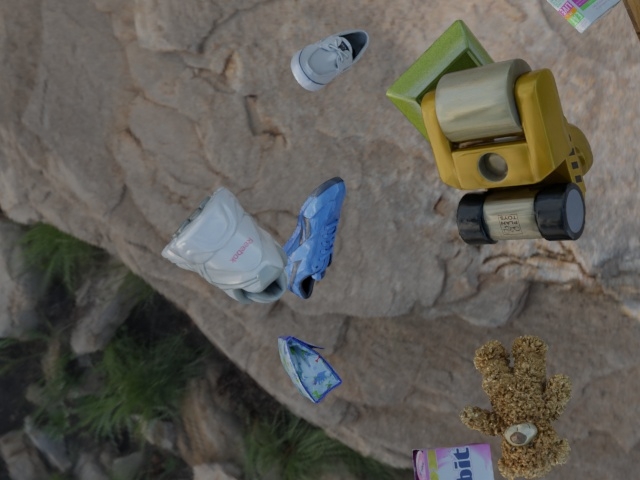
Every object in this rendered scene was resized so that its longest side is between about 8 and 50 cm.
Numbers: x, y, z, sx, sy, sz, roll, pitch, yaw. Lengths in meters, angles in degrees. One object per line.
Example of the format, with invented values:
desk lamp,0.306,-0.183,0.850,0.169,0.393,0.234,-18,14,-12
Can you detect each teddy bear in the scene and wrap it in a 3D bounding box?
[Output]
teddy bear,0.434,0.348,1.856,0.245,0.338,0.113,6,142,19

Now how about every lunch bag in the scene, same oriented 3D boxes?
lunch bag,-0.035,0.271,1.864,0.096,0.129,0.151,-40,94,-13

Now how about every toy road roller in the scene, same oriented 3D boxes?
toy road roller,0.335,-0.157,1.419,0.203,0.240,0.329,-4,117,39

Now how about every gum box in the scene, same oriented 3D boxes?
gum box,0.208,0.408,1.283,0.107,0.062,0.188,-3,78,-12

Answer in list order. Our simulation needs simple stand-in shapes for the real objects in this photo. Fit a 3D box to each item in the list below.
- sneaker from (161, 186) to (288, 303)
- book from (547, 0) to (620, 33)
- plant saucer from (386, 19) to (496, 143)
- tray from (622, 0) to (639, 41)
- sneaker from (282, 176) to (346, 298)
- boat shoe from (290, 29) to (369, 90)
sneaker,-0.086,0.018,0.816,0.115,0.232,0.090,43,87,-7
book,0.284,-0.317,1.007,0.144,0.096,0.035,47,138,6
plant saucer,0.245,-0.269,1.535,0.188,0.045,0.188,-45,124,6
tray,0.656,-0.442,1.386,0.076,0.411,0.203,12,143,55
sneaker,0.000,0.000,1.230,0.082,0.069,0.209,48,131,24
boat shoe,0.024,-0.392,1.768,0.084,0.258,0.095,-31,103,36
